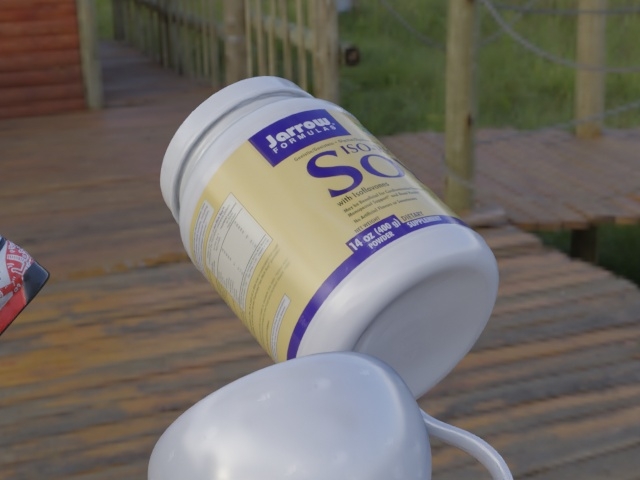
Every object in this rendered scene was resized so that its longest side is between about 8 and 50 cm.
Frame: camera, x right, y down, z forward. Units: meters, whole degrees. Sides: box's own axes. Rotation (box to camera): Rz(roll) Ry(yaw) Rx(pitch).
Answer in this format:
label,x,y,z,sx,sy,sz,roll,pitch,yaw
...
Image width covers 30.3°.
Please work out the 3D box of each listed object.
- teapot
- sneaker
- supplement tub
label,x,y,z,sx,sy,sz,roll,pitch,yaw
teapot,-0.004,0.221,0.961,0.252,0.256,0.187,25,33,-56
sneaker,-0.457,0.089,1.421,0.090,0.145,0.270,-35,17,50
supplement tub,0.000,0.000,1.245,0.241,0.241,0.331,-15,47,-35
